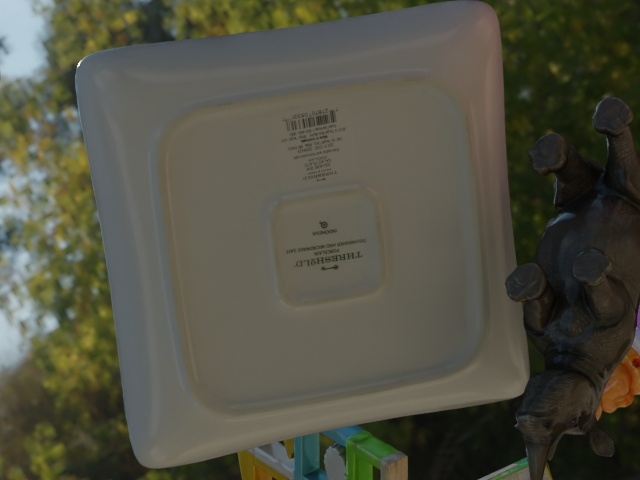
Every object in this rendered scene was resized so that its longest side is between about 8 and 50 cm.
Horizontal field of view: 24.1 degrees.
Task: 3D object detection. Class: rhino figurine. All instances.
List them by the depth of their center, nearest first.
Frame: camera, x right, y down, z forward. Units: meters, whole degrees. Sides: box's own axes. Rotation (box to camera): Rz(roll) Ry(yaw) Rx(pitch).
[{"bbox_3d":[0.160,0.040,0.926,0.073,0.243,0.106,2,-26,27],"label":"rhino figurine"}]

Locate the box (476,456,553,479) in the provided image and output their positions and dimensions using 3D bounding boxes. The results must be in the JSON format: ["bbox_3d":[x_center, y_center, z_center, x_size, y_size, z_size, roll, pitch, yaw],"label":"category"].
[{"bbox_3d":[0.198,0.311,1.447,0.105,0.179,0.043,-21,0,-15],"label":"box"}]

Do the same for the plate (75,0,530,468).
[{"bbox_3d":[0.000,0.000,0.962,0.277,0.278,0.045,-9,13,-10],"label":"plate"}]

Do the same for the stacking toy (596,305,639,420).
[{"bbox_3d":[0.309,0.082,1.256,0.302,0.175,0.166,-27,-5,-17],"label":"stacking toy"}]

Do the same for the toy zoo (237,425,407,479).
[{"bbox_3d":[-0.012,0.272,1.698,0.030,0.192,0.293,-19,28,-36],"label":"toy zoo"}]
